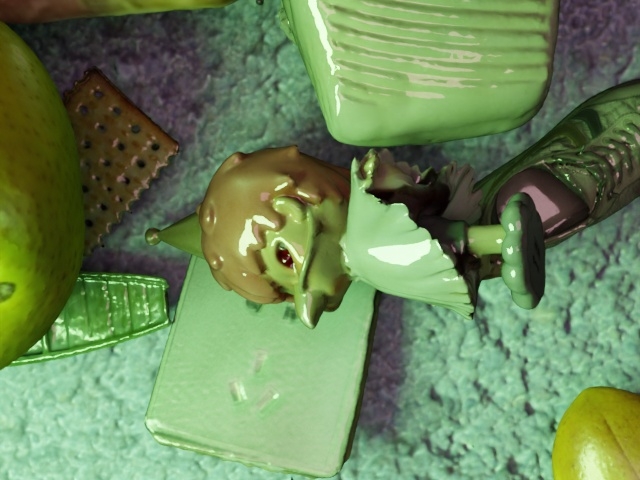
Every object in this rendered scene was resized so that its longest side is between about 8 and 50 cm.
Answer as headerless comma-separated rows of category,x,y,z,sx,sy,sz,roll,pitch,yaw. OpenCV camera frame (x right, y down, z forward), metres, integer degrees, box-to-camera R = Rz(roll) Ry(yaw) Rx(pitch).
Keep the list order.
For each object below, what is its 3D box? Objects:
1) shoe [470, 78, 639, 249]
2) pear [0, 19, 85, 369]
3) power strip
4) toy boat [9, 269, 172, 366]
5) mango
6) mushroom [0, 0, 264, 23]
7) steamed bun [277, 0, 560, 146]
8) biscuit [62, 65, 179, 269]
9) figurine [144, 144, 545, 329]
shoe,0.252,-0.064,1.105,0.275,0.098,0.103,-36,94,2
pear,-0.379,-0.041,0.982,0.362,0.418,0.362,-18,121,-33
power strip,-0.049,0.114,1.137,0.198,0.064,0.213,14,80,6
toy boat,-0.287,0.075,1.147,0.293,0.055,0.093,-6,92,3
mango,0.315,0.256,1.101,0.187,0.138,0.257,-14,89,19
mushroom,-0.266,-0.354,1.006,0.397,0.313,0.224,-5,48,7
steamed bun,0.075,-0.280,1.036,0.247,0.236,0.383,-9,99,-6
biscuit,-0.243,-0.057,1.143,0.144,0.016,0.203,41,92,15
figurine,0.000,0.000,1.033,0.387,0.207,0.166,3,69,20
